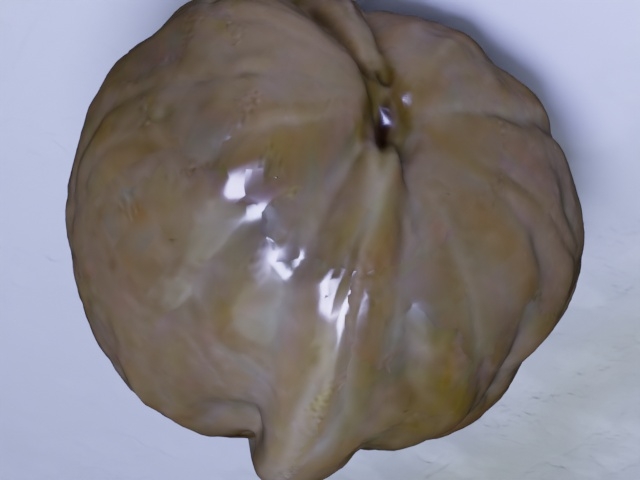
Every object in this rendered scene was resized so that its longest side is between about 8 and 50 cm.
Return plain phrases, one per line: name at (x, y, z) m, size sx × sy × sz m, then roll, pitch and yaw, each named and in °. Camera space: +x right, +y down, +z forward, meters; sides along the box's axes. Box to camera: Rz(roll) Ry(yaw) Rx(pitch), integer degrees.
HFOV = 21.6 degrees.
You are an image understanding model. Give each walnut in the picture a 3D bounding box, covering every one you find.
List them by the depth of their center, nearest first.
walnut at (0.000, 0.000, 0.964) m, size 0.296 × 0.285 × 0.285 m, roll 5°, pitch 151°, yaw -16°
